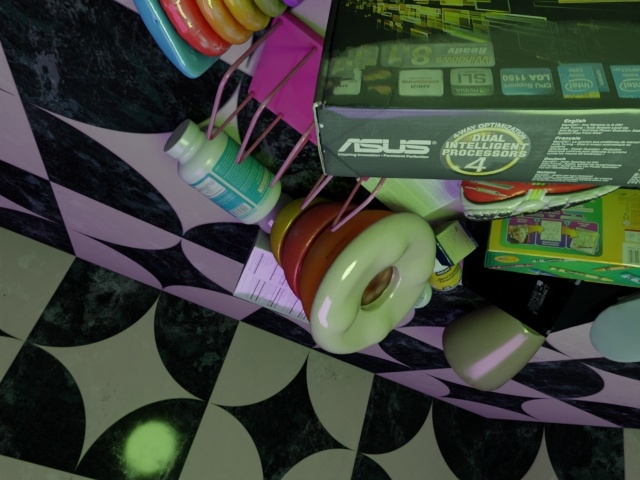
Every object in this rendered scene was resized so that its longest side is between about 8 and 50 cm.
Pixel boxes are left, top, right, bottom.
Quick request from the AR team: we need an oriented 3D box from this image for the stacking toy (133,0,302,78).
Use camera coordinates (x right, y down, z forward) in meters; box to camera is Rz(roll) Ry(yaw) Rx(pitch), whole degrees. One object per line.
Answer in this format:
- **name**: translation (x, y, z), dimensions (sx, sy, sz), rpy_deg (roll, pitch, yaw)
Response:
- **stacking toy**: translation (-0.078, -0.352, 0.551), dimensions (0.302, 0.165, 0.175), rpy_deg (-8, 130, 23)

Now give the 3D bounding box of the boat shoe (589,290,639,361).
- **boat shoe**: translation (0.757, 0.131, 0.911), dimensions (0.157, 0.135, 0.367), rpy_deg (-10, 140, -29)

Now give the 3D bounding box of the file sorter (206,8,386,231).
- **file sorter**: translation (-0.021, -0.181, 0.720), dimensions (0.291, 0.182, 0.202), rpy_deg (36, 152, -7)

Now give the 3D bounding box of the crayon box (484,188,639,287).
- **crayon box**: translation (0.472, -0.018, 0.814), dimensions (0.279, 0.165, 0.081), rpy_deg (7, 152, 22)

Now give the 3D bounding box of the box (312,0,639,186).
- **box**: translation (0.207, -0.198, 0.387), dimensions (0.395, 0.318, 0.097), rpy_deg (4, 152, 9)

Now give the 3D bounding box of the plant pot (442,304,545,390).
- **plant pot**: translation (0.569, 0.302, 1.338), dimensions (0.257, 0.256, 0.274), rpy_deg (22, 138, -8)

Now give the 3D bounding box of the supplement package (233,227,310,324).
- **supplement package**: translation (-0.084, 0.080, 1.250), dimensions (0.263, 0.199, 0.198), rpy_deg (23, 122, -10)

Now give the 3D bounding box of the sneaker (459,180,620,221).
- **sneaker**: translation (0.392, -0.110, 0.757), dimensions (0.279, 0.118, 0.107), rpy_deg (-9, 176, 10)

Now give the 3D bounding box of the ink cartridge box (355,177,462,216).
- **ink cartridge box**: translation (0.220, -0.143, 0.884), dimensions (0.232, 0.066, 0.189), rpy_deg (-32, 128, 32)

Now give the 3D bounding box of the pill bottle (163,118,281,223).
- **pill bottle**: translation (-0.228, -0.162, 0.997), dimensions (0.146, 0.146, 0.264), rpy_deg (-9, 143, 43)

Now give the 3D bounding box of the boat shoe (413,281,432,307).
- **boat shoe**: translation (0.202, 0.094, 1.217), dimensions (0.119, 0.121, 0.335), rpy_deg (16, -170, -39)

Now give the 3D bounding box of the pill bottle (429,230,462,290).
- **pill bottle**: translation (0.310, 0.053, 1.128), dimensions (0.103, 0.103, 0.184), rpy_deg (1, 150, 31)

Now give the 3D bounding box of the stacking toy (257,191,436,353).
- **stacking toy**: translation (0.000, 0.000, 1.027), dimensions (0.480, 0.350, 0.350), rpy_deg (39, 170, 38)

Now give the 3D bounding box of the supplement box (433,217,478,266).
- **supplement box**: translation (0.309, 0.005, 1.010), dimensions (0.083, 0.083, 0.056), rpy_deg (54, 171, -7)

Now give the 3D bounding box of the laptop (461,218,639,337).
- **laptop**: translation (0.587, 0.053, 1.023), dimensions (0.408, 0.236, 0.382), rpy_deg (35, 162, 31)
